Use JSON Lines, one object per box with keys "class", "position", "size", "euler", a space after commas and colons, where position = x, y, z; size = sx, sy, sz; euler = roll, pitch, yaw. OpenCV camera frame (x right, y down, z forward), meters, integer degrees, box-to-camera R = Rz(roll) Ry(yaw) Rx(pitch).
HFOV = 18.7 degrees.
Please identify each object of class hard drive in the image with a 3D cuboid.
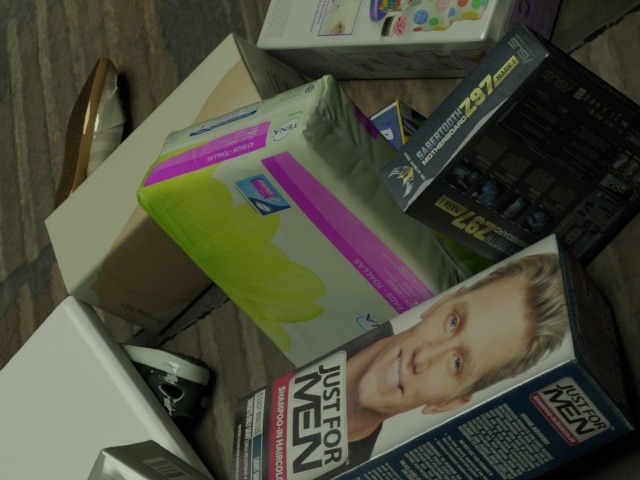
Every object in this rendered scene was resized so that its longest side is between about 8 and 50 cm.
{"class": "hard drive", "position": [-0.239, 0.237, 2.031], "size": [0.203, 0.040, 0.307], "euler": [-47, 60, 16]}

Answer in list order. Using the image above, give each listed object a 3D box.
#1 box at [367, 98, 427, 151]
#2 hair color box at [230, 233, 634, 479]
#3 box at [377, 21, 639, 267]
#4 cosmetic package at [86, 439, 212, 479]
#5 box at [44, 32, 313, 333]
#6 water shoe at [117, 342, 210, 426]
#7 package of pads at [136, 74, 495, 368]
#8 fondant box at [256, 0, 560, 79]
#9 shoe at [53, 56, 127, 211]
{"class": "box", "position": [0.083, -0.053, 1.924], "size": [0.059, 0.054, 0.169], "euler": [-32, 48, 30]}
{"class": "hair color box", "position": [0.089, 0.151, 1.695], "size": [0.347, 0.105, 0.174], "euler": [-29, 33, 20]}
{"class": "box", "position": [0.188, -0.065, 1.688], "size": [0.183, 0.233, 0.059], "euler": [-49, 45, 15]}
{"class": "cosmetic package", "position": [-0.192, 0.330, 1.902], "size": [0.127, 0.107, 0.238], "euler": [30, 103, 22]}
{"class": "box", "position": [-0.136, -0.056, 2.081], "size": [0.311, 0.148, 0.121], "euler": [-44, 44, 21]}
{"class": "water shoe", "position": [-0.206, 0.155, 2.088], "size": [0.203, 0.073, 0.080], "euler": [2, 73, 46]}
{"class": "package of pads", "position": [0.000, 0.000, 1.795], "size": [0.229, 0.296, 0.101], "euler": [-17, 37, 41]}
{"class": "fondant box", "position": [0.105, -0.291, 2.003], "size": [0.330, 0.096, 0.238], "euler": [4, 71, 47]}
{"class": "shoe", "position": [-0.268, -0.118, 2.323], "size": [0.076, 0.058, 0.219], "euler": [-36, 39, 54]}
